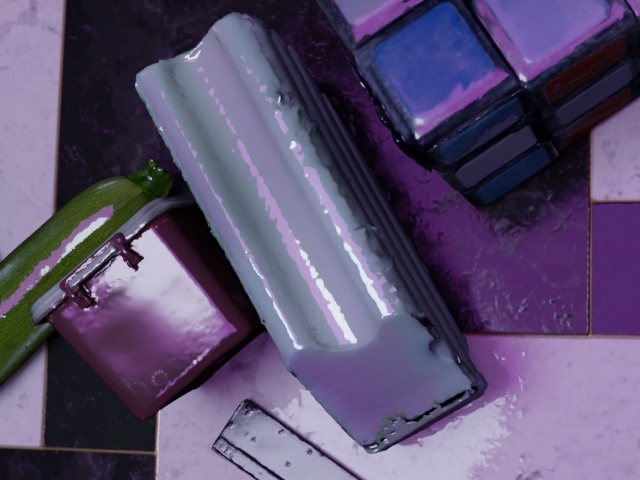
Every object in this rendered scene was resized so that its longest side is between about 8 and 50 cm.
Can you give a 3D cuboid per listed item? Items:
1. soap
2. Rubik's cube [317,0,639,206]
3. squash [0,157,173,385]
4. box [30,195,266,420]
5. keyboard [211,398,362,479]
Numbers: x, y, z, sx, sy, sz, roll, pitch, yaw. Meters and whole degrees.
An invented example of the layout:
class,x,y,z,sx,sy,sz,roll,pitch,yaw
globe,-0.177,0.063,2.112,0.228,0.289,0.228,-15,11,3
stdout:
class,x,y,z,sx,sy,sz,roll,pitch,yaw
soap,0.000,0.000,1.344,0.156,0.261,0.446,-32,78,9
Rubik's cube,0.185,-0.280,1.281,0.359,0.363,0.362,-37,75,10
squash,-0.325,0.048,1.506,0.395,0.107,0.107,-44,75,6
box,-0.159,0.071,1.374,0.193,0.294,0.167,-39,87,8
keyboard,-0.013,0.271,1.441,0.231,0.023,0.072,33,86,16
